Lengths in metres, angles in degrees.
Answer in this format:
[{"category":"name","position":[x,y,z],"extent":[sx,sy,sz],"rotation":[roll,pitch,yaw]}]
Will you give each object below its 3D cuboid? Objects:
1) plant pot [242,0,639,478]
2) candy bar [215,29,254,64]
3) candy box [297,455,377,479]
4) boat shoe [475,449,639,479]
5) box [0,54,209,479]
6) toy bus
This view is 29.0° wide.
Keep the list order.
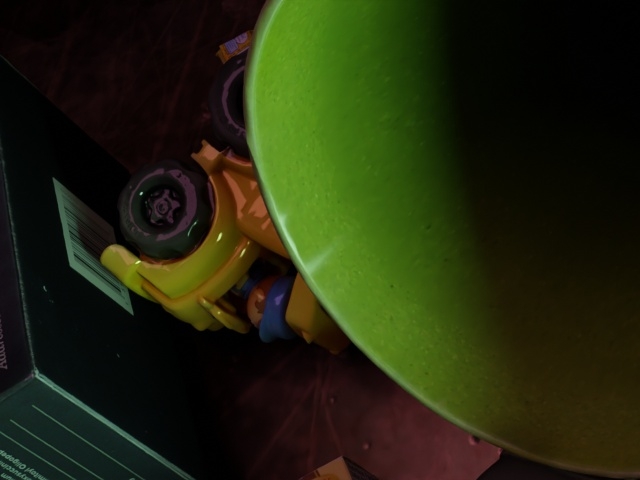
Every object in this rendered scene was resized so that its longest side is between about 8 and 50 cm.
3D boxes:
[{"category":"plant pot","position":[0.159,-0.086,0.604],"extent":[0.275,0.274,0.293],"rotation":[16,43,35]},{"category":"candy bar","position":[-0.042,-0.109,0.964],"extent":[0.040,0.018,0.161],"rotation":[-33,53,7]},{"category":"candy box","position":[0.007,0.236,0.733],"extent":[0.109,0.053,0.186],"rotation":[-32,53,13]},{"category":"boat shoe","position":[0.163,0.141,0.597],"extent":[0.091,0.109,0.305],"rotation":[-57,18,-19]},{"category":"box","position":[-0.280,0.090,0.863],"extent":[0.312,0.179,0.343],"rotation":[-34,44,11]},{"category":"toy bus","position":[0.000,0.000,0.820],"extent":[0.211,0.149,0.220],"rotation":[44,94,21]}]
